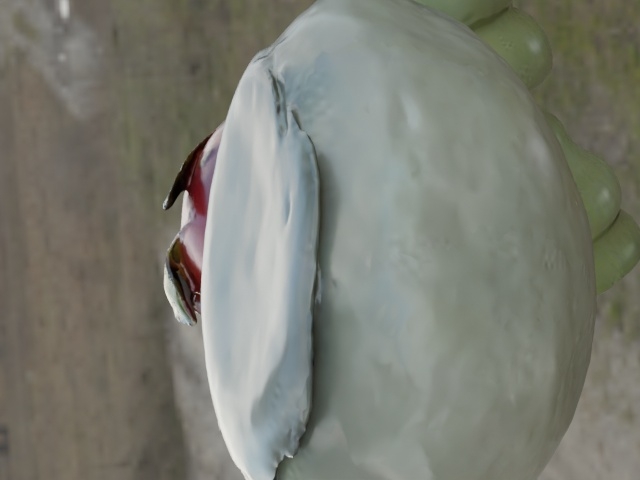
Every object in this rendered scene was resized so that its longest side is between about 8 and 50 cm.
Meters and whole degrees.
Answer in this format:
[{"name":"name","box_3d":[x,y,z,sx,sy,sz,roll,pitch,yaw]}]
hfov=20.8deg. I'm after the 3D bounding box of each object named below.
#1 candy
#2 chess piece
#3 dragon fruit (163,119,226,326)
[{"name":"candy","box_3d":[0.038,0.022,0.883,0.295,0.185,0.296,-176,90,-77]},{"name":"chess piece","box_3d":[0.093,-0.086,1.066,0.144,0.144,0.251,-136,23,-73]},{"name":"dragon fruit","box_3d":[-0.002,-0.002,1.218,0.227,0.224,0.224,-60,-25,-62]}]
